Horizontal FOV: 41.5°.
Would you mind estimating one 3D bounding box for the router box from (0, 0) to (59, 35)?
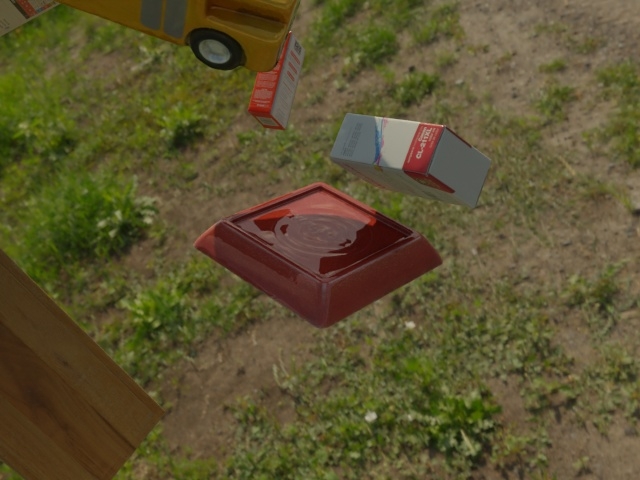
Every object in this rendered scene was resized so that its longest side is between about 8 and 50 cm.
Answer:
[{"bbox_3d":[-0.489,-0.295,1.030,0.301,0.082,0.335,-31,6,-7],"label":"router box"}]

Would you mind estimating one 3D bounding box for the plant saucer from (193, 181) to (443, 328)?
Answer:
[{"bbox_3d":[0.000,0.000,1.178,0.258,0.048,0.259,30,39,34],"label":"plant saucer"}]

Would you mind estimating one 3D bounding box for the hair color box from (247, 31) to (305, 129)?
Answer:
[{"bbox_3d":[-0.069,-0.256,1.353,0.043,0.072,0.141,10,79,21],"label":"hair color box"}]

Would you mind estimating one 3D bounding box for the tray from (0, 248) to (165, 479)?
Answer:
[{"bbox_3d":[-0.419,0.191,1.182,0.076,0.411,0.203,6,50,51],"label":"tray"}]

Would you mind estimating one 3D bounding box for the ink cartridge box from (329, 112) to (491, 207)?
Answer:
[{"bbox_3d":[0.120,-0.110,1.147,0.175,0.127,0.072,16,84,43],"label":"ink cartridge box"}]

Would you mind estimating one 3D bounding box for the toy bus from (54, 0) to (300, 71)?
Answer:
[{"bbox_3d":[-0.174,-0.260,0.702,0.332,0.130,0.108,19,60,-4],"label":"toy bus"}]
